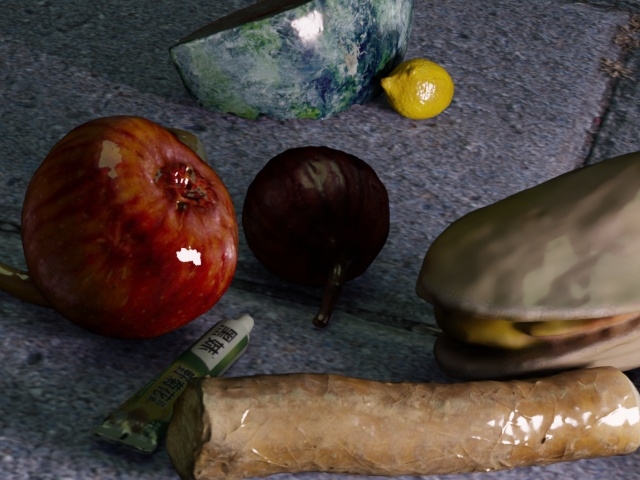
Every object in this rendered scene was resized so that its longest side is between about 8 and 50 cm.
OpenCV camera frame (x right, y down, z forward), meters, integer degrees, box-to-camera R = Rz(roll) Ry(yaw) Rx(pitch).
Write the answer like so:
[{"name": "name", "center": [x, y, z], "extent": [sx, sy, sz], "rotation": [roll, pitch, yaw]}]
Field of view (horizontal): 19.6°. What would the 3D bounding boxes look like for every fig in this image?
[{"name": "fig", "center": [-0.009, -0.013, 1.554], "extent": [0.128, 0.128, 0.150], "rotation": [15, 32, 15]}, {"name": "fig", "center": [-0.167, 0.010, 1.455], "extent": [0.175, 0.207, 0.175], "rotation": [32, 34, -25]}]

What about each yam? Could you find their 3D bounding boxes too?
[{"name": "yam", "center": [0.070, 0.128, 1.327], "extent": [0.356, 0.081, 0.081], "rotation": [-2, 27, -19]}]

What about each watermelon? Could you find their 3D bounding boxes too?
[{"name": "watermelon", "center": [-0.027, -0.204, 1.978], "extent": [0.318, 0.148, 0.226], "rotation": [-27, 22, -30]}]

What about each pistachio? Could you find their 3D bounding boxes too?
[{"name": "pistachio", "center": [0.219, 0.030, 1.429], "extent": [0.288, 0.166, 0.197], "rotation": [-24, 25, -4]}]

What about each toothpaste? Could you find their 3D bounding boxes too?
[{"name": "toothpaste", "center": [-0.100, 0.104, 1.383], "extent": [0.049, 0.031, 0.204], "rotation": [17, 30, 19]}]

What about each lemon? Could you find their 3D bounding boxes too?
[{"name": "lemon", "center": [0.101, -0.160, 1.951], "extent": [0.092, 0.065, 0.065], "rotation": [1, 25, -35]}]

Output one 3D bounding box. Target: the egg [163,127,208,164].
[{"name": "egg", "center": [-0.146, -0.068, 1.686], "extent": [0.083, 0.071, 0.071], "rotation": [3, 23, 20]}]
